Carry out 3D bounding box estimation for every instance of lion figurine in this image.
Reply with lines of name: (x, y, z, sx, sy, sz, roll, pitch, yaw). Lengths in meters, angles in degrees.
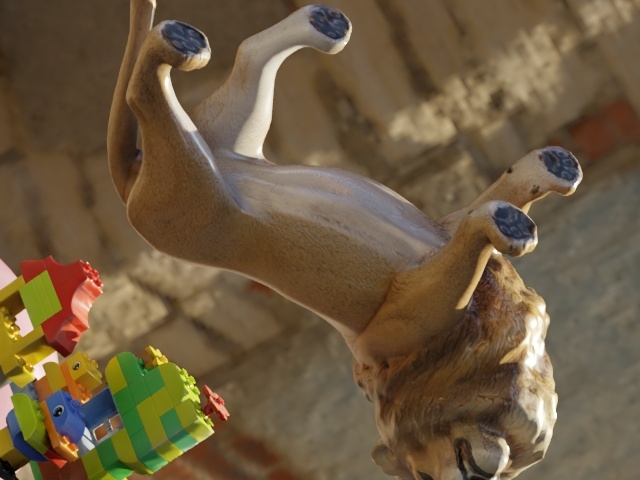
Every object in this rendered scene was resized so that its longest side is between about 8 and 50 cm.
lion figurine: (0.000, 0.000, 1.144, 0.392, 0.240, 0.142, 36, 44, -1)

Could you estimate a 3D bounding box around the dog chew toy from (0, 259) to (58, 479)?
dog chew toy: (-0.351, 0.133, 1.297, 0.206, 0.332, 0.206, 41, -29, 30)

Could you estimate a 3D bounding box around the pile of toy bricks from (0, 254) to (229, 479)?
pile of toy bricks: (-0.098, 0.101, 0.939, 0.118, 0.105, 0.212, 49, 9, -47)
